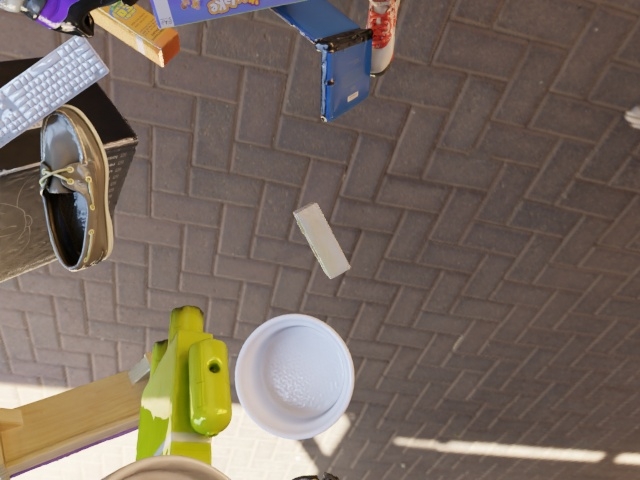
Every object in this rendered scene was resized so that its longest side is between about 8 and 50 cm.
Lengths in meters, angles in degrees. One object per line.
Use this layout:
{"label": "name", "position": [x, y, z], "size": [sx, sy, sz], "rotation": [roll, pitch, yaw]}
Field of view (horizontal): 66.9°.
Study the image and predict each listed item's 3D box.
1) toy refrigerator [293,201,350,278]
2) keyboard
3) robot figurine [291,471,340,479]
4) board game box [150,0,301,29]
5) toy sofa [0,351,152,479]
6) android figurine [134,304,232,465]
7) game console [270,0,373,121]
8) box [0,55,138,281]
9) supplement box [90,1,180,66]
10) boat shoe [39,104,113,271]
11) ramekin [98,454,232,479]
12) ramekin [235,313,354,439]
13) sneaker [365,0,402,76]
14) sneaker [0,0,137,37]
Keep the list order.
{"label": "toy refrigerator", "position": [0.000, 0.000, 1.765], "size": [0.094, 0.102, 0.270], "rotation": [-29, 102, -6]}
{"label": "keyboard", "position": [-0.480, -0.248, 0.819], "size": [0.256, 0.014, 0.072], "rotation": [-30, 118, 9]}
{"label": "robot figurine", "position": [0.044, 0.542, 0.852], "size": [0.291, 0.085, 0.211], "rotation": [18, 90, 6]}
{"label": "board game box", "position": [-0.185, -0.546, 1.001], "size": [0.347, 0.233, 0.078], "rotation": [-17, 135, -11]}
{"label": "toy sofa", "position": [-0.533, 0.412, 1.099], "size": [0.362, 0.150, 0.177], "rotation": [-13, 137, -34]}
{"label": "android figurine", "position": [-0.166, 0.219, 0.551], "size": [0.056, 0.273, 0.248], "rotation": [14, 132, -27]}
{"label": "game console", "position": [0.002, -0.446, 1.158], "size": [0.173, 0.293, 0.250], "rotation": [13, 122, 20]}
{"label": "box", "position": [-0.754, -0.135, 1.133], "size": [0.297, 0.480, 0.472], "rotation": [51, 135, 9]}
{"label": "supplement box", "position": [-0.484, -0.557, 1.258], "size": [0.233, 0.078, 0.080], "rotation": [32, 159, 1]}
{"label": "boat shoe", "position": [-0.459, -0.094, 0.897], "size": [0.109, 0.091, 0.305], "rotation": [-1, 106, 6]}
{"label": "ramekin", "position": [-0.125, 0.269, 0.327], "size": [0.109, 0.207, 0.207], "rotation": [-35, 127, 19]}
{"label": "ramekin", "position": [-0.051, 0.317, 1.163], "size": [0.277, 0.277, 0.135], "rotation": [-11, 169, 8]}
{"label": "sneaker", "position": [0.148, -0.573, 1.243], "size": [0.090, 0.270, 0.145], "rotation": [12, 177, 19]}
{"label": "sneaker", "position": [-0.280, -0.386, 0.616], "size": [0.146, 0.102, 0.293], "rotation": [23, 127, -37]}
